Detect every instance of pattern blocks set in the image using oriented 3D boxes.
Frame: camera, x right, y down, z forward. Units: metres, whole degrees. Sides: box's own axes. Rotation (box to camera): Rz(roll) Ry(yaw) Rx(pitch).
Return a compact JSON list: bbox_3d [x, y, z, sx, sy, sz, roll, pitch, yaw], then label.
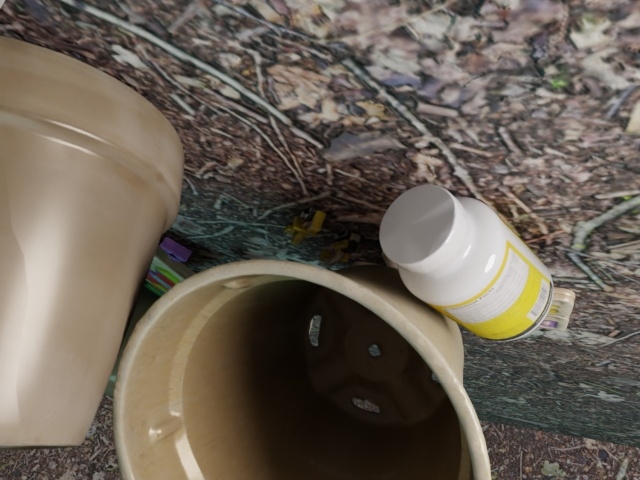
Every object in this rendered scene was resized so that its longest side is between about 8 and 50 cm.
[{"bbox_3d":[-0.252,0.057,0.909,0.285,0.026,0.325,38,156,-17],"label":"pattern blocks set"}]

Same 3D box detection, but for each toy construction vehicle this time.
[{"bbox_3d":[0.000,0.000,0.661,0.086,0.035,0.098,23,159,-23],"label":"toy construction vehicle"}]

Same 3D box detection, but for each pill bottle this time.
[{"bbox_3d":[0.136,0.022,0.520,0.103,0.103,0.184,-4,153,43],"label":"pill bottle"}]

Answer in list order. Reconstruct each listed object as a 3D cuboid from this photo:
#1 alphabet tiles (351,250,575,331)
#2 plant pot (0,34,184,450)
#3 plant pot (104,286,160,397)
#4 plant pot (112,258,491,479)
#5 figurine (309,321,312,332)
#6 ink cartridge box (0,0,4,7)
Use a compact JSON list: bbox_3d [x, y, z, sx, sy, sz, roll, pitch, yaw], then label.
[{"bbox_3d":[0.189,0.077,0.765,0.284,0.021,0.278,7,160,21],"label":"alphabet tiles"},{"bbox_3d":[-0.293,0.034,0.486,0.323,0.280,0.323,-1,159,0],"label":"plant pot"},{"bbox_3d":[-0.428,0.187,1.108,0.274,0.256,0.256,15,161,-11],"label":"plant pot"},{"bbox_3d":[0.020,0.160,0.587,0.334,0.333,0.305,7,-170,21],"label":"plant pot"},{"bbox_3d":[-0.145,0.137,1.087,0.210,0.092,0.215,12,160,20],"label":"figurine"},{"bbox_3d":[-0.216,-0.172,0.293,0.109,0.062,0.209,28,157,-36],"label":"ink cartridge box"}]
